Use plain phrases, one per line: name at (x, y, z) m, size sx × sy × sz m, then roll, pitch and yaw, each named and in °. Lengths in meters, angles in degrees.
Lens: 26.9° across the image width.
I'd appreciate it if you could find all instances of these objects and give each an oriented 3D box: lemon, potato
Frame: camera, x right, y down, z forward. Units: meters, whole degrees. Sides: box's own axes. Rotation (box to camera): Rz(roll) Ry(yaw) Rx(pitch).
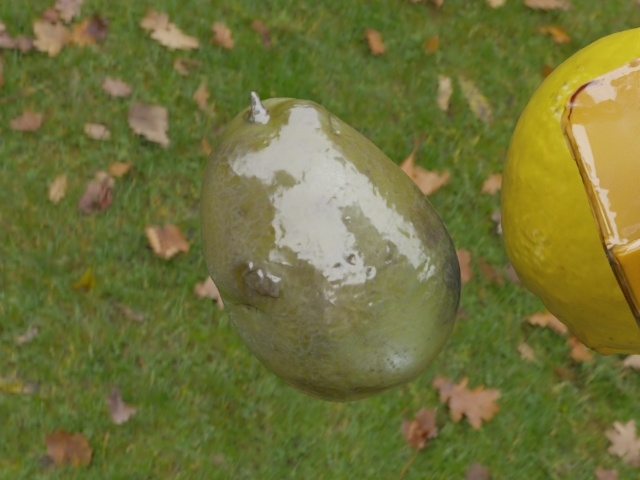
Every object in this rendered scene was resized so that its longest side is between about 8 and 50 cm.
lemon at (0.305, -0.047, 1.225) m, size 0.297 × 0.297 × 0.297 m, roll 7°, pitch 59°, yaw -11°
potato at (0.000, 0.000, 1.021) m, size 0.174 × 0.159 × 0.251 m, roll -39°, pitch 108°, yaw -32°

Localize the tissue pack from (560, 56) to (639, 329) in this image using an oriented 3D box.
tissue pack at (0.280, 0.009, 0.809) m, size 0.194 × 0.274 × 0.145 m, roll -24°, pitch 43°, yaw 10°
